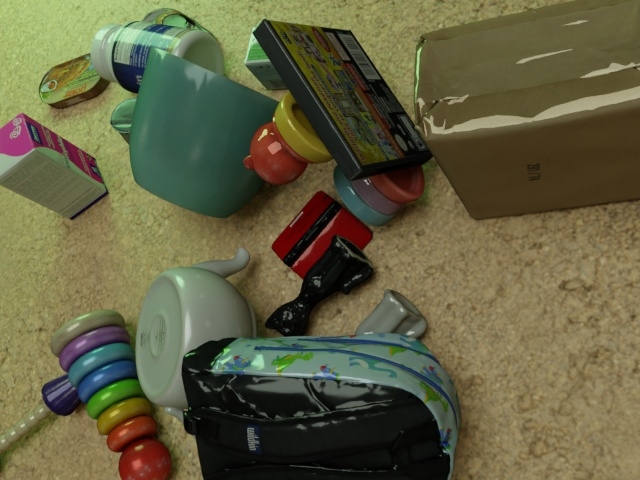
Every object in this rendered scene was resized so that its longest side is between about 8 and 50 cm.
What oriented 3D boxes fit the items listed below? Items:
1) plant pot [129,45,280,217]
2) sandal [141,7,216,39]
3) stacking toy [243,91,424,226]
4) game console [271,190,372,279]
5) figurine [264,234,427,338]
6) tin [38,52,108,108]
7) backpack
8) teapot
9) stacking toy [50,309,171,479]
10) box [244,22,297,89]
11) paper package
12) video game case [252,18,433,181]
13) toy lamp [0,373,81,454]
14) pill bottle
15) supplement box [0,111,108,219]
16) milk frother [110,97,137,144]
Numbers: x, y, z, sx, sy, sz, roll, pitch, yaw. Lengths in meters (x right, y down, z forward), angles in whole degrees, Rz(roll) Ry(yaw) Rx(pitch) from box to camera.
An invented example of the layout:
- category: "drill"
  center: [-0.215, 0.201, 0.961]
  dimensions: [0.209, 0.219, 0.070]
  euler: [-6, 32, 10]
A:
- category: "plant pot"
  center: [-0.210, -0.181, 1.214]
  dimensions: [0.293, 0.293, 0.235]
  euler: [29, 99, 29]
- category: "sandal"
  center: [-0.320, -0.464, 1.475]
  dimensions: [0.219, 0.060, 0.090]
  euler: [36, 89, 29]
- category: "stacking toy"
  center: [0.017, -0.168, 1.123]
  dimensions: [0.130, 0.309, 0.279]
  euler: [-39, 40, 34]
- category: "game console"
  center: [0.000, 0.000, 1.205]
  dimensions: [0.144, 0.085, 0.124]
  euler: [-49, 30, 1]
- category: "figurine"
  center: [0.033, 0.137, 1.107]
  dimensions: [0.209, 0.092, 0.215]
  euler: [-48, 65, 11]
- category: "tin"
  center: [-0.577, -0.372, 1.571]
  dimensions: [0.190, 0.040, 0.106]
  euler: [-12, 64, 19]
- category: "backpack"
  center: [0.021, 0.261, 0.959]
  dimensions: [0.356, 0.273, 0.289]
  euler: [-6, 102, 30]
- category: "teapot"
  center: [-0.190, 0.172, 1.141]
  dimensions: [0.255, 0.187, 0.252]
  euler: [-64, 37, 22]
- category: "stacking toy"
  center: [-0.361, 0.292, 1.208]
  dimensions: [0.141, 0.141, 0.330]
  euler: [-37, 69, 8]
- category: "box"
  center: [-0.076, -0.358, 1.310]
  dimensions: [0.101, 0.102, 0.087]
  euler: [2, 72, 25]
- category: "paper package"
  center: [0.323, -0.170, 0.945]
  dimensions: [0.310, 0.325, 0.168]
  euler: [-6, 70, 22]
- category: "video game case"
  center: [0.045, -0.227, 1.064]
  dimensions: [0.035, 0.248, 0.274]
  euler: [-38, 79, 34]
- category: "toy lamp"
  center: [-0.560, 0.351, 1.293]
  dimensions: [0.275, 0.080, 0.080]
  euler: [-41, 62, 8]
- category: "pill bottle"
  center: [-0.346, -0.377, 1.404]
  dimensions: [0.265, 0.153, 0.153]
  euler: [18, 80, 29]
- category: "supplement box"
  center: [-0.564, -0.148, 1.382]
  dimensions: [0.114, 0.220, 0.111]
  euler: [-34, 63, 10]
- category: "milk frother"
  center: [-0.357, -0.249, 1.373]
  dimensions: [0.129, 0.134, 0.143]
  euler: [-37, 63, -8]
